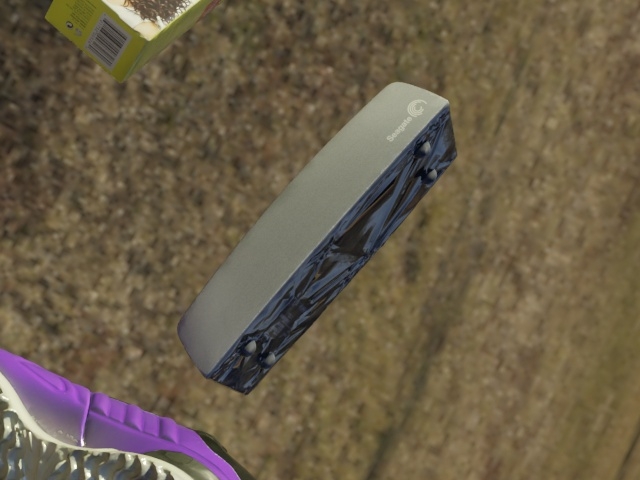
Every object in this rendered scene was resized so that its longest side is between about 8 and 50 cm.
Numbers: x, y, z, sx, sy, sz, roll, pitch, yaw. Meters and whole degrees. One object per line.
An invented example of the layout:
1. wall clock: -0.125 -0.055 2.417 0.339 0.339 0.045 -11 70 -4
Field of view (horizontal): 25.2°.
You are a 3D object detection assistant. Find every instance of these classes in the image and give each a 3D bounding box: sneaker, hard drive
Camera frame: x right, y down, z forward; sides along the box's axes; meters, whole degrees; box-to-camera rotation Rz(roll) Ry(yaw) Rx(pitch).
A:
1. sneaker: -0.142 0.148 0.920 0.146 0.293 0.102 8 102 -54
2. hard drive: 0.000 0.000 1.055 0.254 0.054 0.172 -49 167 -3

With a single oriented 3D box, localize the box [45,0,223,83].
1. box: -0.120 -0.221 1.175 0.058 0.087 0.232 -50 -179 43
